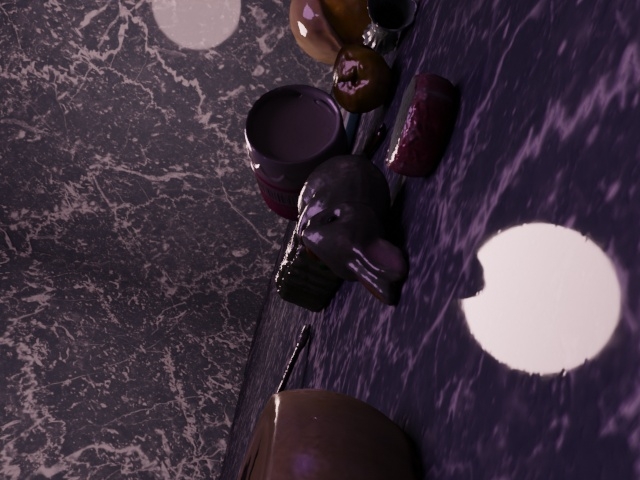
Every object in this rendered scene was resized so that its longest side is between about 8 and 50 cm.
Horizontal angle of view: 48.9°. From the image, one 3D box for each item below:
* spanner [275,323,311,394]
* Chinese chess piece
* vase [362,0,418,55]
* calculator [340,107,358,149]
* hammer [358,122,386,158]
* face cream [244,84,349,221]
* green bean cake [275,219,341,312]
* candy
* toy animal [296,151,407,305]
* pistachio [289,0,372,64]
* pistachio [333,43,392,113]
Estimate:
[{"bbox_3d":[-0.060,0.235,1.161,0.054,0.015,0.254,103,-171,-46],"label":"spanner"},{"bbox_3d":[-0.017,0.235,0.498,0.257,0.104,0.257,-163,90,-84],"label":"Chinese chess piece"},{"bbox_3d":[0.109,-0.359,1.170,0.148,0.081,0.081,120,166,-85],"label":"vase"},{"bbox_3d":[0.018,-0.178,1.646,0.386,0.054,0.256,136,151,-77],"label":"calculator"},{"bbox_3d":[0.078,-0.140,1.117,0.178,0.021,0.065,131,155,-71],"label":"hammer"},{"bbox_3d":[-0.036,-0.150,1.238,0.195,0.175,0.175,80,-159,-64],"label":"face cream"},{"bbox_3d":[0.000,0.000,1.137,0.183,0.094,0.185,114,176,-61],"label":"green bean cake"},{"bbox_3d":[0.097,-0.112,0.686,0.103,0.043,0.103,-165,90,-87],"label":"candy"},{"bbox_3d":[0.029,-0.018,0.754,0.236,0.108,0.138,-97,24,-75],"label":"toy animal"},{"bbox_3d":[0.047,-0.473,1.498,0.309,0.230,0.229,-116,43,-75],"label":"pistachio"},{"bbox_3d":[0.066,-0.264,1.160,0.189,0.100,0.110,-92,23,-69],"label":"pistachio"}]
